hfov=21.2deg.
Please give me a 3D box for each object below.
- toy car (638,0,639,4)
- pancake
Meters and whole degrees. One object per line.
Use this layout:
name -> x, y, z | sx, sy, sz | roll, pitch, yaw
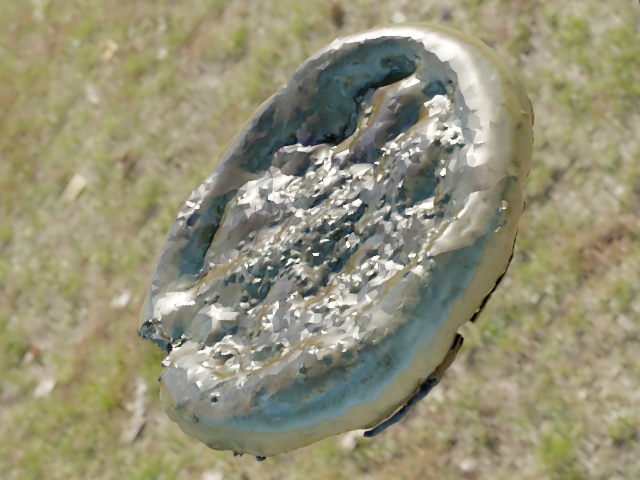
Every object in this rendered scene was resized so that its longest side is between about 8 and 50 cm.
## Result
toy car -> 0.194, -0.216, 1.111 | 0.139, 0.112, 0.112 | 25, 89, 36
pancake -> 0.001, 0.001, 1.316 | 0.382, 0.071, 0.382 | -27, 42, 27
